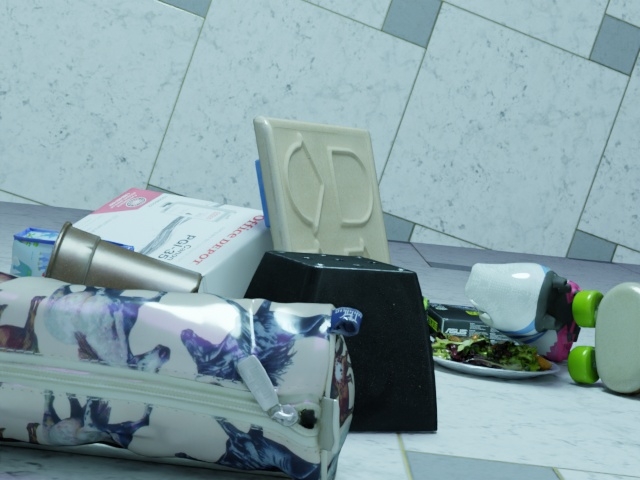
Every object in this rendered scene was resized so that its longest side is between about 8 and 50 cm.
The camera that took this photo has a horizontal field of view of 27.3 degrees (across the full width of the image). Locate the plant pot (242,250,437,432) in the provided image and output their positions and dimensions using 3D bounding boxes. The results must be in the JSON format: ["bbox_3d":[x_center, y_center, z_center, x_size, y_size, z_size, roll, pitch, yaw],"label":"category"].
[{"bbox_3d":[0.010,0.102,1.408,0.188,0.167,0.187,3,5,-26],"label":"plant pot"}]

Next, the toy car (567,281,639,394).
[{"bbox_3d":[0.454,0.144,1.792,0.155,0.149,0.188,-3,-15,43],"label":"toy car"}]

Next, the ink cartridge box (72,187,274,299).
[{"bbox_3d":[-0.206,0.032,1.836,0.283,0.117,0.207,10,30,31],"label":"ink cartridge box"}]

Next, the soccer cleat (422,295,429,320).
[{"bbox_3d":[0.131,0.118,2.040,0.072,0.060,0.179,6,7,5],"label":"soccer cleat"}]

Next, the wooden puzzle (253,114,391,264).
[{"bbox_3d":[0.000,0.000,1.814,0.080,0.322,0.348,-11,-5,26],"label":"wooden puzzle"}]

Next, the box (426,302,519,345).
[{"bbox_3d":[0.265,0.137,2.087,0.190,0.045,0.184,6,2,-6],"label":"box"}]

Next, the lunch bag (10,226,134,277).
[{"bbox_3d":[-0.317,0.059,1.677,0.151,0.129,0.096,9,9,0],"label":"lunch bag"}]

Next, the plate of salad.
[{"bbox_3d":[0.232,0.153,1.817,0.199,0.048,0.200,7,5,-1],"label":"plate of salad"}]

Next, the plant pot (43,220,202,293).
[{"bbox_3d":[-0.226,0.078,1.481,0.165,0.167,0.167,14,4,-3],"label":"plant pot"}]

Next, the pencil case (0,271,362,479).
[{"bbox_3d":[-0.174,0.109,1.097,0.410,0.160,0.183,7,-10,0],"label":"pencil case"}]

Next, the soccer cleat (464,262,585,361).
[{"bbox_3d":[0.292,0.090,1.866,0.143,0.116,0.331,15,-10,21],"label":"soccer cleat"}]
